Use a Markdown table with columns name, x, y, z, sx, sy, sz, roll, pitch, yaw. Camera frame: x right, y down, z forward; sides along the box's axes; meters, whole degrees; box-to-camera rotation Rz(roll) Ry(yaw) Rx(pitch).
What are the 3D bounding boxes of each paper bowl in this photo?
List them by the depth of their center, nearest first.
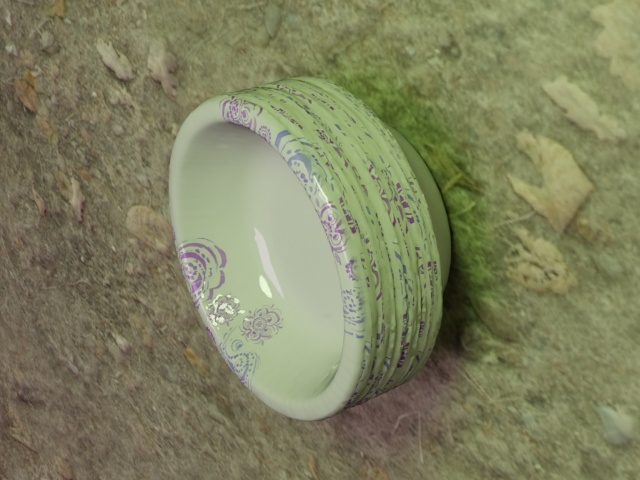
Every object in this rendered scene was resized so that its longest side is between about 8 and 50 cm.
| name | x | y | z | sx | sy | sz | roll | pitch | yaw |
| --- | --- | --- | --- | --- | --- | --- | --- | --- | --- |
| paper bowl | 0.000 | 0.000 | 1.044 | 0.284 | 0.148 | 0.284 | 31 | 130 | 44 |
